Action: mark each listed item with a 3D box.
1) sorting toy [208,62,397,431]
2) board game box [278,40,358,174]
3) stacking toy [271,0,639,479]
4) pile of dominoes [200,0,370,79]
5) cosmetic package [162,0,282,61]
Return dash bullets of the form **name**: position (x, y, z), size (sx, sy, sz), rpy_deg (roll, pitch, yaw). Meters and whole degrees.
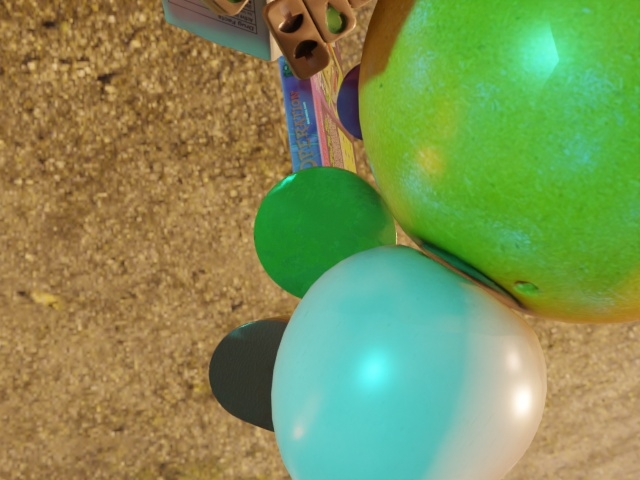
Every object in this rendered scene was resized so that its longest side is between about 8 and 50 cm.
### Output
- **sorting toy**: position (0.000, 0.000, 0.807), size (0.127, 0.126, 0.366), rpy_deg (19, 110, -2)
- **board game box**: position (-0.006, -0.217, 1.179), size (0.056, 0.347, 0.208), rpy_deg (-11, 164, 11)
- **stacking toy**: position (0.130, -0.085, 0.394), size (0.480, 0.350, 0.350), rpy_deg (-55, 140, -2)
- **pile of dominoes**: position (0.001, -0.254, 0.548), size (0.196, 0.040, 0.251), rpy_deg (38, 89, -25)
- **cosmetic package**: position (-0.075, -0.342, 0.794), size (0.129, 0.153, 0.296), rpy_deg (-45, 149, -36)
